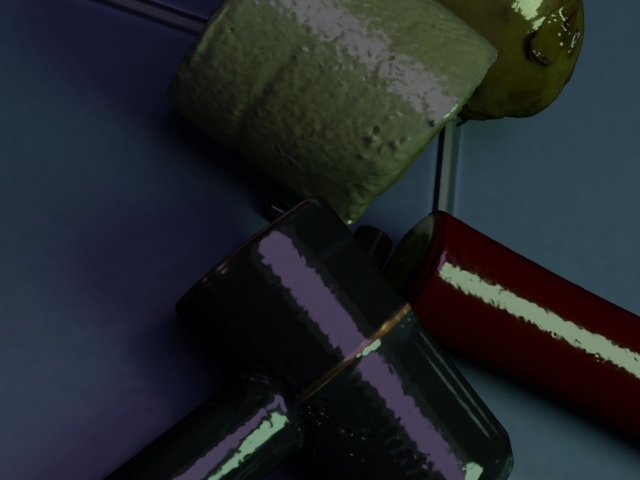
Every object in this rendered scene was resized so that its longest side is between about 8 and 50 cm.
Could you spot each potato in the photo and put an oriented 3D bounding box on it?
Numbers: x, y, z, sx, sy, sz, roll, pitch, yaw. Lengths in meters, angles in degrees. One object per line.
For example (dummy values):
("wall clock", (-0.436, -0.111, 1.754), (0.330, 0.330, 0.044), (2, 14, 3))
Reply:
("potato", (0.093, -0.157, 0.774), (0.176, 0.137, 0.137), (38, 59, -19))

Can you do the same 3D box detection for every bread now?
("bread", (0.005, -0.095, 0.690), (0.141, 0.148, 0.134), (35, 74, -4))

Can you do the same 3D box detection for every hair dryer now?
("hair dryer", (0.000, 0.000, 0.729), (0.083, 0.026, 0.047), (33, 59, -7))
("hair dryer", (-0.072, 0.148, 0.606), (0.352, 0.107, 0.189), (-38, 88, -24))

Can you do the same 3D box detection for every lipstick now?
("lipstick", (0.153, 0.064, 0.745), (0.241, 0.080, 0.080), (27, 61, -14))
